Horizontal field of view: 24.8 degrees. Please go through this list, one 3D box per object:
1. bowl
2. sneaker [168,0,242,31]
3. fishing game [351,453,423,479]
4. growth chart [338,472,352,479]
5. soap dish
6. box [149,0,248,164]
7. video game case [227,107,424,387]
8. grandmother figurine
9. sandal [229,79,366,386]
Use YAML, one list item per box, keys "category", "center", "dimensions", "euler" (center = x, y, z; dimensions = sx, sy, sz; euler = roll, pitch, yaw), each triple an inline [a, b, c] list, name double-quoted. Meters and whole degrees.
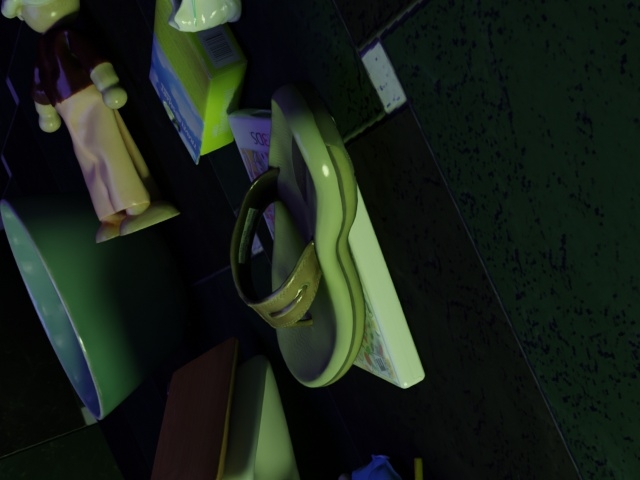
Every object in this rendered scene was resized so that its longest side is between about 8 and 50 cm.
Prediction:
- category: "bowl"
  center: [-0.280, 0.058, 1.893]
  dimensions: [0.311, 0.163, 0.312]
  euler: [54, 160, 30]
- category: "sneaker"
  center: [-0.114, -0.240, 1.170]
  dimensions: [0.152, 0.061, 0.053]
  euler: [70, 164, -11]
- category: "fishing game"
  center: [0.053, 0.290, 1.342]
  dimensions: [0.264, 0.041, 0.189]
  euler: [125, 149, -56]
- category: "growth chart"
  center: [0.048, 0.331, 1.421]
  dimensions: [0.237, 0.021, 0.172]
  euler: [-134, 53, -62]
- category: "soap dish"
  center: [-0.096, 0.287, 1.595]
  dimensions: [0.229, 0.118, 0.291]
  euler: [-85, -14, -53]
- category: "box"
  center: [-0.112, -0.153, 1.309]
  dimensions: [0.109, 0.042, 0.178]
  euler: [61, 163, 15]
- category: "video game case"
  center: [0.000, 0.000, 1.216]
  dimensions: [0.206, 0.026, 0.227]
  euler: [17, 130, 68]
- category: "grandmother figurine"
  center: [-0.281, -0.172, 1.713]
  dimensions: [0.207, 0.104, 0.343]
  euler: [-15, 98, 45]
- category: "sandal"
  center: [-0.029, 0.002, 1.113]
  dimensions: [0.120, 0.086, 0.303]
  euler: [53, 159, 36]
